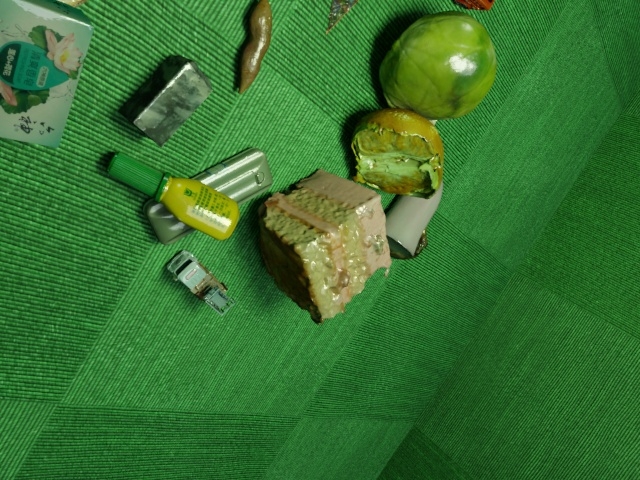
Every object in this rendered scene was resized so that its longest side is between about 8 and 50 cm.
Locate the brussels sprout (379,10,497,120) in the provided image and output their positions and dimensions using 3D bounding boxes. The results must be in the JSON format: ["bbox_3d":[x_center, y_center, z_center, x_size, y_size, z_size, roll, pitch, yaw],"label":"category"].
[{"bbox_3d":[0.329,-0.485,1.392,0.344,0.344,0.268,25,75,-48],"label":"brussels sprout"}]

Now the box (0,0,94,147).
[{"bbox_3d":[-0.510,-0.297,0.857,0.153,0.092,0.244,5,123,-44],"label":"box"}]

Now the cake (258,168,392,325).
[{"bbox_3d":[0.000,0.000,1.406,0.307,0.293,0.314,-38,140,-25],"label":"cake"}]

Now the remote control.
[{"bbox_3d":[-0.269,-0.111,1.248,0.335,0.066,0.127,-33,136,-21],"label":"remote control"}]

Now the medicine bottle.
[{"bbox_3d":[-0.328,-0.106,1.127,0.309,0.076,0.111,29,55,-27],"label":"medicine bottle"}]

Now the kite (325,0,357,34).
[{"bbox_3d":[0.059,-0.634,1.239,0.189,0.009,0.232,-15,125,-36],"label":"kite"}]

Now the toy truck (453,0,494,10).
[{"bbox_3d":[0.401,-0.745,1.397,0.253,0.114,0.107,7,113,-46],"label":"toy truck"}]

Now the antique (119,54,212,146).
[{"bbox_3d":[-0.322,-0.302,1.055,0.183,0.088,0.086,-49,139,-5],"label":"antique"}]

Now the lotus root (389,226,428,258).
[{"bbox_3d":[0.344,-0.002,1.871,0.183,0.078,0.203,-18,126,-34],"label":"lotus root"}]

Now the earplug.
[{"bbox_3d":[0.328,-0.110,1.730,0.301,0.172,0.172,-56,139,-6],"label":"earplug"}]

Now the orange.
[{"bbox_3d":[0.238,-0.257,1.470,0.196,0.263,0.334,-52,142,-27],"label":"orange"}]

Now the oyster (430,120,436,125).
[{"bbox_3d":[0.370,-0.446,1.608,0.133,0.072,0.209,-46,159,-39],"label":"oyster"}]

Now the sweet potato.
[{"bbox_3d":[-0.150,-0.443,1.145,0.065,0.051,0.218,-5,120,-45],"label":"sweet potato"}]

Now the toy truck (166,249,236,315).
[{"bbox_3d":[-0.316,0.113,1.318,0.080,0.115,0.177,-45,136,-9],"label":"toy truck"}]

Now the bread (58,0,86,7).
[{"bbox_3d":[-0.474,-0.456,0.851,0.126,0.044,0.129,-36,140,-8],"label":"bread"}]
